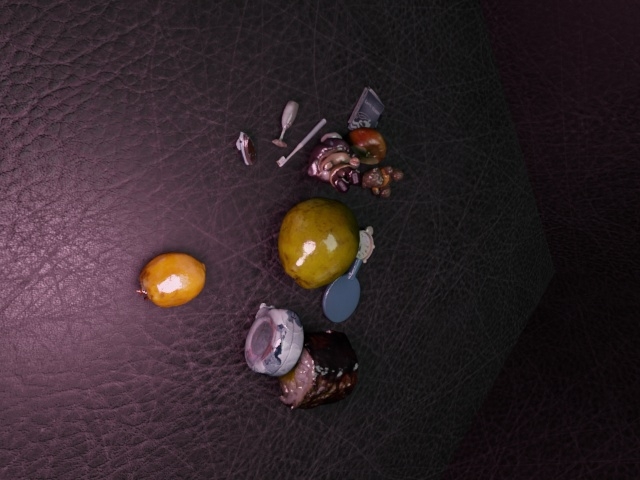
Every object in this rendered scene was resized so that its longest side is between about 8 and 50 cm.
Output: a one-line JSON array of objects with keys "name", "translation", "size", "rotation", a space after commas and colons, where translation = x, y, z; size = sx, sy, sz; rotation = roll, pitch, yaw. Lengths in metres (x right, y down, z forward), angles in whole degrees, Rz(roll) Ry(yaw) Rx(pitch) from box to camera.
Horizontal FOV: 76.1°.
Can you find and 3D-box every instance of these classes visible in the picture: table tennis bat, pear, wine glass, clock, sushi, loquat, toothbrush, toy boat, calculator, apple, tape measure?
[{"name": "table tennis bat", "translation": [0.120, 0.237, 1.959], "size": [0.215, 0.044, 0.328], "rotation": [24, 88, -36]}, {"name": "pear", "translation": [0.000, 0.000, 1.707], "size": [0.352, 0.352, 0.413], "rotation": [45, 55, -31]}, {"name": "wine glass", "translation": [-0.142, -0.498, 1.735], "size": [0.066, 0.066, 0.197], "rotation": [28, 74, -37]}, {"name": "clock", "translation": [0.191, 0.025, 2.027], "size": [0.155, 0.063, 0.229], "rotation": [45, 69, -34]}, {"name": "sushi", "translation": [-0.017, 0.533, 1.721], "size": [0.294, 0.281, 0.299], "rotation": [11, 105, -36]}, {"name": "loquat", "translation": [-0.501, 0.131, 1.378], "size": [0.234, 0.187, 0.175], "rotation": [-20, 116, -28]}, {"name": "toothbrush", "translation": [-0.079, -0.439, 1.814], "size": [0.342, 0.025, 0.030], "rotation": [-49, 117, -27]}, {"name": "toy boat", "translation": [-0.297, -0.365, 1.613], "size": [0.059, 0.066, 0.140], "rotation": [-54, 151, -37]}, {"name": "calculator", "translation": [0.237, -0.633, 2.067], "size": [0.166, 0.028, 0.274], "rotation": [38, 66, -30]}, {"name": "apple", "translation": [0.220, -0.456, 1.952], "size": [0.195, 0.173, 0.160], "rotation": [27, 91, -31]}, {"name": "tape measure", "translation": [-0.177, 0.392, 1.608], "size": [0.147, 0.256, 0.274], "rotation": [26, 70, -33]}]

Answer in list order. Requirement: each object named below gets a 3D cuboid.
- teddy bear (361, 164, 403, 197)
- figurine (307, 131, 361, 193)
[{"name": "teddy bear", "translation": [0.296, -0.314, 2.063], "size": [0.190, 0.177, 0.140], "rotation": [-4, 49, -40]}, {"name": "figurine", "translation": [0.057, -0.323, 1.742], "size": [0.218, 0.365, 0.206], "rotation": [-44, 105, 10]}]
